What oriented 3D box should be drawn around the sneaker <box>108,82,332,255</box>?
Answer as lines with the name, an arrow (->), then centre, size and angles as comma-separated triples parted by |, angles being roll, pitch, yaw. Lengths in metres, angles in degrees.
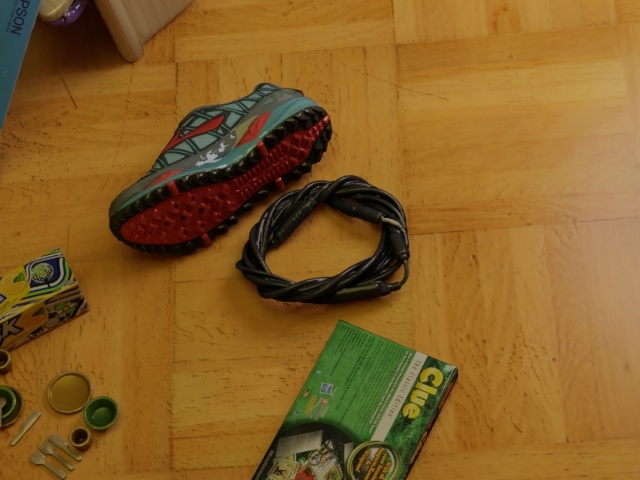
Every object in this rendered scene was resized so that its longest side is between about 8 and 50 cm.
sneaker -> -0.120, -0.081, 1.935 | 0.262, 0.104, 0.125 | -30, 44, -15

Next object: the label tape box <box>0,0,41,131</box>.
label tape box -> -0.497, -0.226, 1.947 | 0.347, 0.249, 0.115 | 16, 21, -13

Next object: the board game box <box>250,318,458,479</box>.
board game box -> 0.021, 0.211, 1.773 | 0.136, 0.030, 0.260 | 21, 65, 20

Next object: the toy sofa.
toy sofa -> -0.328, -0.357, 2.074 | 0.177, 0.150, 0.362 | -43, 64, -12

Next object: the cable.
cable -> 0.000, 0.000, 1.886 | 0.184, 0.047, 0.150 | -9, 59, 2

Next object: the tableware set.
tableware set -> -0.285, 0.165, 1.838 | 0.154, 0.024, 0.104 | 33, 68, 23

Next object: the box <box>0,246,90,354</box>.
box -> -0.330, 0.077, 1.874 | 0.169, 0.059, 0.054 | -28, 58, -10
